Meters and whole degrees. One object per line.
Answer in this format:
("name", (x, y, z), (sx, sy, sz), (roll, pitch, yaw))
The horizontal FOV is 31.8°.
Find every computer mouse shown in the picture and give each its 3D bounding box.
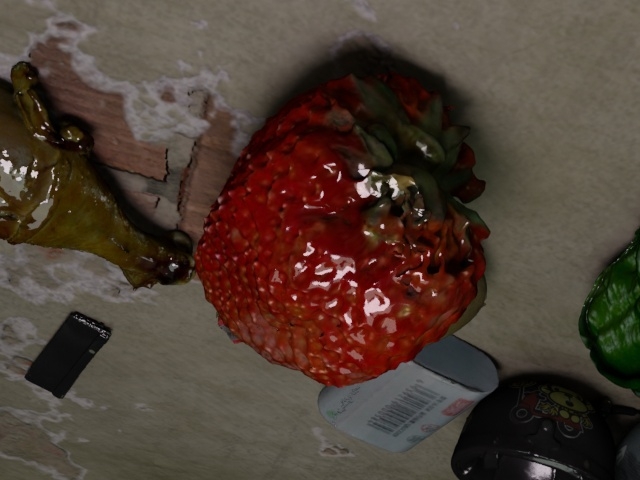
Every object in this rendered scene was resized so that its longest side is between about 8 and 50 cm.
("computer mouse", (0.475, 0.325, 1.644), (0.167, 0.090, 0.379), (-16, 152, -23))

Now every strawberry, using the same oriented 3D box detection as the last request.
("strawberry", (0.000, 0.000, 1.200), (0.351, 0.312, 0.267), (-23, 152, 36))

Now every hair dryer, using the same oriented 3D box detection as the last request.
("hair dryer", (0.428, 0.255, 1.643), (0.083, 0.031, 0.079), (6, 152, -7))

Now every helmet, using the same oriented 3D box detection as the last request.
("helmet", (0.312, 0.291, 1.605), (0.230, 0.160, 0.279), (14, 157, 10))

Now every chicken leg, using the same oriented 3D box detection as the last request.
("chicken leg", (-0.329, -0.034, 1.374), (0.211, 0.140, 0.361), (-20, 129, 21))

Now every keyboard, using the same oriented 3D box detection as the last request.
("keyboard", (-0.392, 0.177, 1.744), (0.072, 0.023, 0.231), (31, 137, -13))

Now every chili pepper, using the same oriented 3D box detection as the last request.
("chili pepper", (0.447, 0.048, 1.247), (0.167, 0.213, 0.385), (1, 147, -19))

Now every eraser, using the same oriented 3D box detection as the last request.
("eraser", (0.121, 0.214, 1.619), (0.174, 0.081, 0.227), (28, 139, -14))

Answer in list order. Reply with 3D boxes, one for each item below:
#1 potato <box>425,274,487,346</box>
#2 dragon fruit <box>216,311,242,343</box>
("potato", (0.087, 0.059, 1.385), (0.235, 0.160, 0.178), (2, 166, -4))
("dragon fruit", (-0.101, 0.109, 1.561), (0.060, 0.056, 0.083), (-8, 136, 24))
